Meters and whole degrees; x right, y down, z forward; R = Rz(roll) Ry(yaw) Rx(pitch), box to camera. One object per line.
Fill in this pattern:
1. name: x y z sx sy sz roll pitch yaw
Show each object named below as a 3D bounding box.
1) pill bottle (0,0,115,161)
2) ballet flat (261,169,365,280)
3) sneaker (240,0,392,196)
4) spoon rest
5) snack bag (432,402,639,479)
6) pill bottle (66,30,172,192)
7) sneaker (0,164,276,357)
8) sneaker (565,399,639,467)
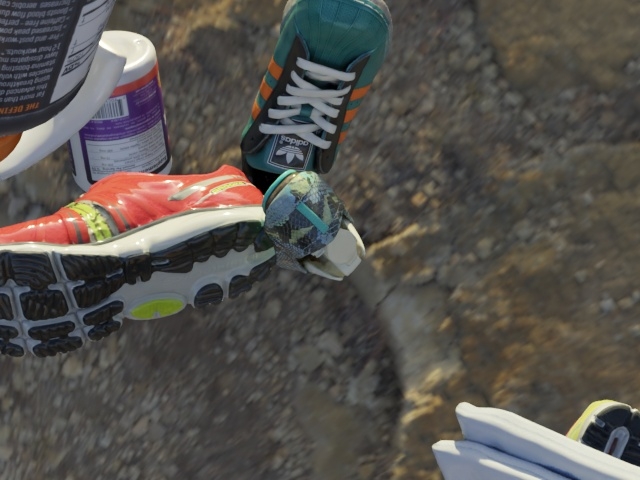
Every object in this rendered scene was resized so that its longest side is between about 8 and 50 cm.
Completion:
1. pill bottle: -0.158 -0.137 0.816 0.130 0.246 0.130 13 50 -16
2. ballet flat: 0.000 0.000 1.233 0.070 0.188 0.070 -1 82 9
3. sneaker: -0.009 -0.126 1.628 0.108 0.302 0.121 16 62 -6
4. spoon rest: -0.240 -0.066 1.041 0.137 0.084 0.276 38 38 27
5. snack bag: 0.210 0.241 0.729 0.037 0.342 0.323 -36 121 -26
6. pill bottle: -0.214 -0.112 1.810 0.108 0.193 0.108 -4 33 2
7. sneaker: -0.170 0.006 1.304 0.279 0.107 0.118 -10 42 -17
8. sneaker: 0.230 0.234 1.535 0.081 0.094 0.208 25 99 -6
